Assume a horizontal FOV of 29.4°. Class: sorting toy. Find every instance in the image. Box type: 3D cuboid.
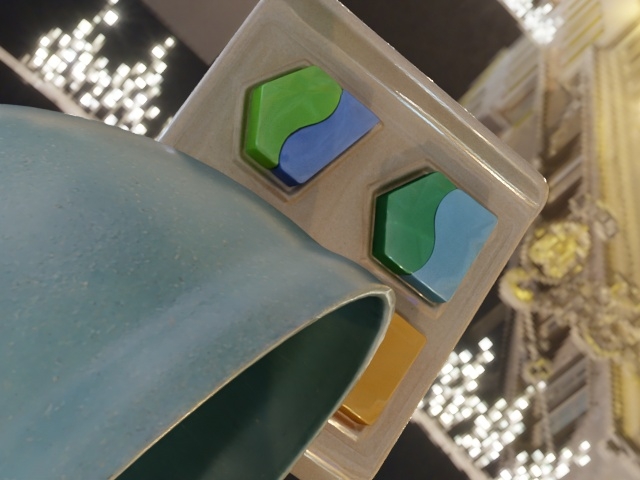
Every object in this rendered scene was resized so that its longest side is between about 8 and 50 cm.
[{"bbox_3d":[0.000,0.000,0.622,0.193,0.208,0.038,38,169,-15],"label":"sorting toy"}]

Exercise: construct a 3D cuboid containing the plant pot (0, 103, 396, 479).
[{"bbox_3d":[-0.142,0.063,0.453,0.196,0.293,0.293,42,-158,12],"label":"plant pot"}]
